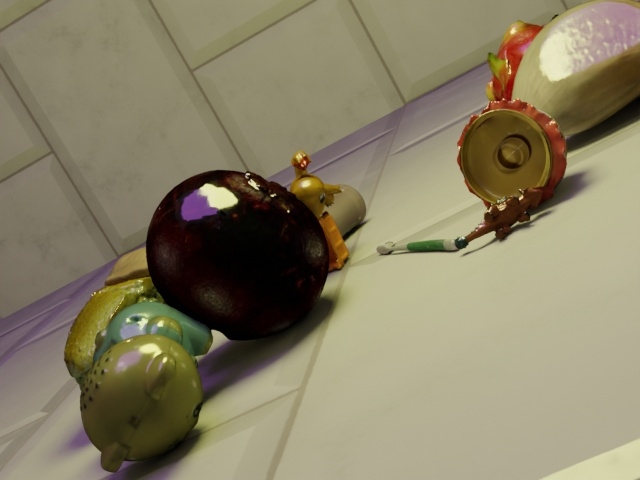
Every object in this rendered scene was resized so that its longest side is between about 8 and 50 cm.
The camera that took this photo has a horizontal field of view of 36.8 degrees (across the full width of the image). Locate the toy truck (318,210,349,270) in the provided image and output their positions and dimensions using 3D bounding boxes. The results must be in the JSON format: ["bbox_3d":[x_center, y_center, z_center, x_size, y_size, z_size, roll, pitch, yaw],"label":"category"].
[{"bbox_3d":[-0.076,0.036,1.817,0.271,0.114,0.135,-22,8,27],"label":"toy truck"}]

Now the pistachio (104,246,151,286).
[{"bbox_3d":[-0.347,0.108,2.040,0.299,0.187,0.187,-8,23,47],"label":"pistachio"}]

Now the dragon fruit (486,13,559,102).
[{"bbox_3d":[0.435,-0.327,1.879,0.224,0.224,0.227,-29,30,4],"label":"dragon fruit"}]

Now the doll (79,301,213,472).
[{"bbox_3d":[-0.242,0.194,1.326,0.177,0.162,0.260,-57,15,11],"label":"doll"}]

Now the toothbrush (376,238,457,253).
[{"bbox_3d":[0.156,0.010,1.562,0.024,0.018,0.257,-27,8,-21],"label":"toothbrush"}]

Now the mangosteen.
[{"bbox_3d":[-0.138,0.036,1.526,0.293,0.297,0.297,-61,16,-7],"label":"mangosteen"}]

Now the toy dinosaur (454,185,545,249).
[{"bbox_3d":[0.260,-0.033,1.393,0.154,0.049,0.055,-34,12,12],"label":"toy dinosaur"}]

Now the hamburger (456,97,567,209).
[{"bbox_3d":[0.302,-0.128,1.471,0.175,0.175,0.137,-24,-5,29],"label":"hamburger"}]

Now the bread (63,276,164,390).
[{"bbox_3d":[-0.322,0.174,1.625,0.124,0.185,0.257,-19,21,25],"label":"bread"}]

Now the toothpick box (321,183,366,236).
[{"bbox_3d":[0.015,-0.042,1.953,0.098,0.098,0.149,-20,14,43],"label":"toothpick box"}]

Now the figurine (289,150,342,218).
[{"bbox_3d":[-0.025,-0.102,1.738,0.121,0.122,0.176,-15,7,-2],"label":"figurine"}]

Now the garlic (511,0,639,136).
[{"bbox_3d":[0.488,-0.269,1.678,0.340,0.231,0.245,-43,52,16],"label":"garlic"}]
